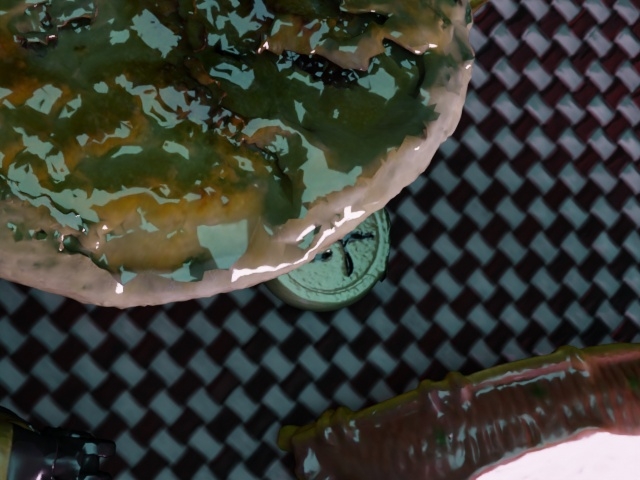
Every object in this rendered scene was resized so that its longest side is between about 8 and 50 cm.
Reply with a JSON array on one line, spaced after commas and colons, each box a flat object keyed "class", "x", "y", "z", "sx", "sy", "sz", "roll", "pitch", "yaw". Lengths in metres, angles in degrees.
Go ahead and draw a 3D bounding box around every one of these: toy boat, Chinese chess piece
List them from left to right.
[{"class": "Chinese chess piece", "x": 0.000, "y": 0.000, "z": 0.805, "sx": 0.084, "sy": 0.034, "sz": 0.084, "roll": 1, "pitch": 86, "yaw": -17}, {"class": "toy boat", "x": 0.138, "y": 0.120, "z": 0.817, "sx": 0.317, "sy": 0.099, "sz": 0.141, "roll": -7, "pitch": 116, "yaw": -18}]

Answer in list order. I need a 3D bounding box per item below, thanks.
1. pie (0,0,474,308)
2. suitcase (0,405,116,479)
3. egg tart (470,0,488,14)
[{"class": "pie", "x": -0.080, "y": -0.128, "z": 0.636, "sx": 0.339, "sy": 0.077, "sz": 0.339, "roll": 4, "pitch": 79, "yaw": -23}, {"class": "suitcase", "x": -0.234, "y": 0.164, "z": 0.663, "sx": 0.234, "sy": 0.143, "sz": 0.194, "roll": 10, "pitch": 84, "yaw": -18}, {"class": "egg tart", "x": 0.022, "y": -0.246, "z": 0.790, "sx": 0.288, "sy": 0.118, "sz": 0.288, "roll": 0, "pitch": 91, "yaw": -17}]
